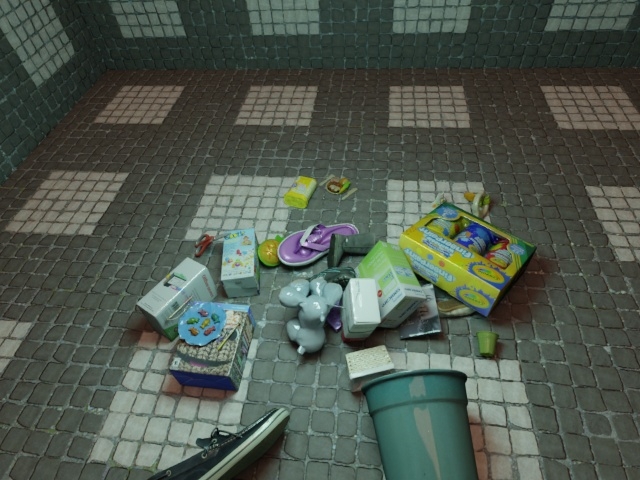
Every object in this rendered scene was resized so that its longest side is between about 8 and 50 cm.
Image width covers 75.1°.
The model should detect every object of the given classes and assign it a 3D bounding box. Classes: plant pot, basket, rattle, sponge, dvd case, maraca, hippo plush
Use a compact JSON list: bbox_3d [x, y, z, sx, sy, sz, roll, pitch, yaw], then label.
[{"bbox_3d":[0.626,0.392,1.563,0.083,0.083,0.079,8,62,12],"label":"plant pot"},{"bbox_3d":[0.313,0.601,1.254,0.341,0.341,0.334,-5,56,0],"label":"plant pot"},{"bbox_3d":[0.176,0.463,1.511,0.167,0.113,0.103,-11,45,-5],"label":"basket"},{"bbox_3d":[0.732,-0.147,2.028,0.142,0.130,0.200,17,78,32],"label":"rattle"},{"bbox_3d":[0.101,0.276,1.732,0.210,0.031,0.117,-37,56,-25],"label":"sponge"},{"bbox_3d":[0.388,0.284,1.674,0.164,0.018,0.221,-16,46,19],"label":"dvd case"},{"bbox_3d":[-0.211,0.045,1.917,0.185,0.099,0.127,-38,94,-42],"label":"maraca"},{"bbox_3d":[-0.016,0.299,1.602,0.234,0.237,0.294,-18,30,-41],"label":"hippo plush"}]

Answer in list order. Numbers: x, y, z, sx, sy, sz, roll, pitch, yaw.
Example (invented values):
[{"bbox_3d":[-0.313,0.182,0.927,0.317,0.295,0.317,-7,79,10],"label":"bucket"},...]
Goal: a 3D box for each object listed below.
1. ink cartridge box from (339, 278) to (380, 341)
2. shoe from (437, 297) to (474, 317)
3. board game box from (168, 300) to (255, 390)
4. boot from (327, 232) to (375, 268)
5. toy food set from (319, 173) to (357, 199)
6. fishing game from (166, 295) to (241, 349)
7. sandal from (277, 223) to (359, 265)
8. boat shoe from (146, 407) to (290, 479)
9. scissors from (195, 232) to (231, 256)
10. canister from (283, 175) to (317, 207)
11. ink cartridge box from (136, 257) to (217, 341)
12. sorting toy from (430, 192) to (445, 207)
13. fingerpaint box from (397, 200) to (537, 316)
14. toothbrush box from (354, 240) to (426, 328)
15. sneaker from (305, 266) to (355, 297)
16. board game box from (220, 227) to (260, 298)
[{"bbox_3d":[0.142,0.266,1.572,0.100,0.237,0.172,0,62,-9],"label":"ink cartridge box"},{"bbox_3d":[0.573,0.267,1.691,0.219,0.058,0.076,-10,28,-9],"label":"shoe"},{"bbox_3d":[-0.403,0.399,1.593,0.232,0.141,0.291,3,49,7],"label":"board game box"},{"bbox_3d":[0.142,0.050,1.888,0.208,0.190,0.076,3,17,-29],"label":"boot"},{"bbox_3d":[0.091,-0.299,2.231,0.192,0.039,0.132,34,60,29],"label":"toy food set"},{"bbox_3d":[-0.446,0.305,1.559,0.264,0.041,0.189,25,53,24],"label":"fishing game"},{"bbox_3d":[-0.008,-0.012,1.900,0.416,0.102,0.169,-20,60,-25],"label":"sandal"},{"bbox_3d":[-0.324,0.678,1.319,0.500,0.187,0.156,-32,59,-15],"label":"boat shoe"},{"bbox_3d":[-0.500,-0.015,1.929,0.297,0.021,0.109,-30,46,36],"label":"scissors"},{"bbox_3d":[-0.102,-0.257,2.189,0.126,0.073,0.170,14,50,16],"label":"canister"},{"bbox_3d":[-0.577,0.239,1.708,0.117,0.201,0.278,25,55,24],"label":"ink cartridge box"},{"bbox_3d":[0.597,-0.207,2.083,0.083,0.075,0.045,-36,55,-24],"label":"sorting toy"},{"bbox_3d":[0.606,0.053,1.755,0.444,0.163,0.371,34,48,30],"label":"fingerpaint box"},{"bbox_3d":[0.269,0.176,1.672,0.122,0.206,0.283,12,42,-32],"label":"toothbrush box"},{"bbox_3d":[0.027,0.175,1.776,0.267,0.101,0.106,-11,31,17],"label":"sneaker"},{"bbox_3d":[-0.350,0.098,1.852,0.144,0.142,0.275,-7,49,0],"label":"board game box"}]
